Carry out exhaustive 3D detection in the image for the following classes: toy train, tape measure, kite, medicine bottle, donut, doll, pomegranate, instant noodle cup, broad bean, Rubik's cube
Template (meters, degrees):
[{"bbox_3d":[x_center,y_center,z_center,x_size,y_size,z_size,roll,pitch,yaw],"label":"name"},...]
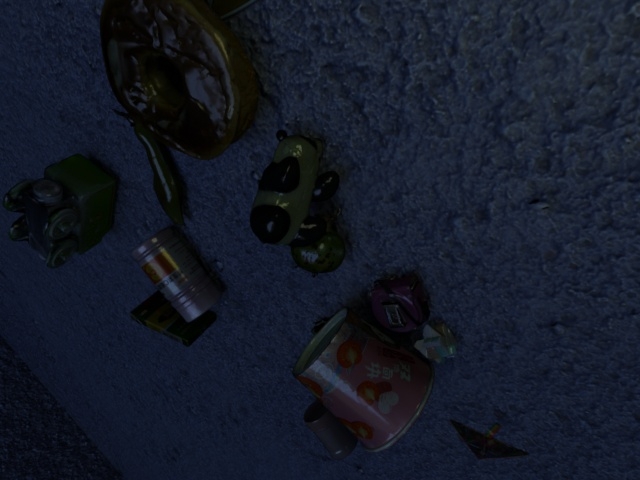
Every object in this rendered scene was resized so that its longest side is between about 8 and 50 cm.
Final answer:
[{"bbox_3d":[-0.724,-0.077,1.227,0.173,0.249,0.307,36,132,3],"label":"toy train"},{"bbox_3d":[0.167,0.133,0.927,0.118,0.074,0.125,-17,107,39],"label":"tape measure"},{"bbox_3d":[0.405,0.494,1.057,0.190,0.010,0.159,16,126,22],"label":"kite"},{"bbox_3d":[-0.402,0.096,1.219,0.133,0.133,0.250,-27,103,40],"label":"medicine bottle"},{"bbox_3d":[-0.269,-0.324,0.850,0.330,0.160,0.330,12,123,19],"label":"donut"},{"bbox_3d":[-0.059,-0.094,0.840,0.135,0.143,0.234,23,96,44],"label":"doll"},{"bbox_3d":[0.000,0.000,0.928,0.122,0.122,0.162,22,102,18],"label":"pomegranate"},{"bbox_3d":[0.087,0.290,0.956,0.231,0.243,0.243,41,132,-3],"label":"instant noodle cup"},{"bbox_3d":[-0.407,-0.182,1.092,0.075,0.067,0.325,-15,112,5],"label":"broad bean"},{"bbox_3d":[0.247,0.225,0.937,0.084,0.073,0.075,41,132,-1],"label":"Rubik's cube"}]

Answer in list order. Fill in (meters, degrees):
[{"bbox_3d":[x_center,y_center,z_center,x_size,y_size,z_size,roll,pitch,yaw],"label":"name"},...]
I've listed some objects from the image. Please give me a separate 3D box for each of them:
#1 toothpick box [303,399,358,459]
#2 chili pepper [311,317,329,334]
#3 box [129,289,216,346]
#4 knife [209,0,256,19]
[{"bbox_3d":[0.030,0.547,1.265,0.098,0.098,0.149,-24,105,40],"label":"toothpick box"},{"bbox_3d":[0.048,0.307,1.132,0.088,0.059,0.227,-1,122,33],"label":"chili pepper"},{"bbox_3d":[-0.456,0.235,1.343,0.235,0.132,0.034,18,129,21],"label":"box"},{"bbox_3d":[-0.085,-0.462,0.729,0.343,0.027,0.061,-14,115,37],"label":"knife"}]
